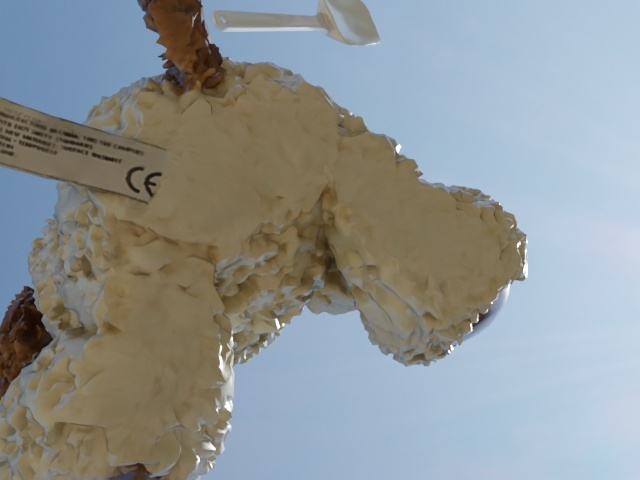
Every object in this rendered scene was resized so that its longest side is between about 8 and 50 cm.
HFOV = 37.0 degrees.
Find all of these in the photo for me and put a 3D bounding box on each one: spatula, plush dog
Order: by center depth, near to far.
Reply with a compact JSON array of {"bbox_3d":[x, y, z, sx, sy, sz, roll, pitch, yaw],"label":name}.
[{"bbox_3d":[-0.068,0.001,0.480,0.262,0.225,0.211,-25,-93,-26],"label":"plush dog"},{"bbox_3d":[-0.039,-0.235,0.808,0.242,0.019,0.168,-19,-97,-58],"label":"spatula"}]
